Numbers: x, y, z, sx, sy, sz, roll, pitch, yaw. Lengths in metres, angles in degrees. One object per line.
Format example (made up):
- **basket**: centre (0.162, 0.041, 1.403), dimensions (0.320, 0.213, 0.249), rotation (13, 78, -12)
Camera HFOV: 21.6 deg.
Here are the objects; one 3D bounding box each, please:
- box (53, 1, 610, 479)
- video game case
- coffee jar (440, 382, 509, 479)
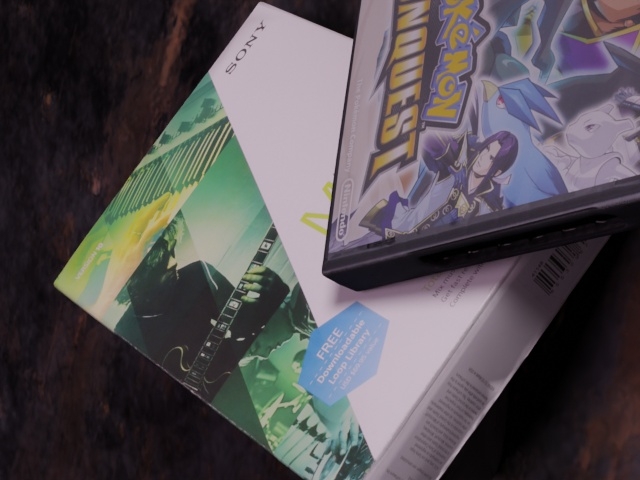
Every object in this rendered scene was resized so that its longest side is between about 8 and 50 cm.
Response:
- **box**: centre (0.000, 0.000, 0.977), dimensions (0.232, 0.058, 0.322), rotation (-55, 41, -6)
- **video game case**: centre (0.112, -0.124, 0.855), dimensions (0.248, 0.035, 0.275), rotation (-14, 59, 44)
- **coffee jar**: centre (0.031, 0.090, 1.006), dimensions (0.184, 0.079, 0.096), rotation (9, 96, 50)
